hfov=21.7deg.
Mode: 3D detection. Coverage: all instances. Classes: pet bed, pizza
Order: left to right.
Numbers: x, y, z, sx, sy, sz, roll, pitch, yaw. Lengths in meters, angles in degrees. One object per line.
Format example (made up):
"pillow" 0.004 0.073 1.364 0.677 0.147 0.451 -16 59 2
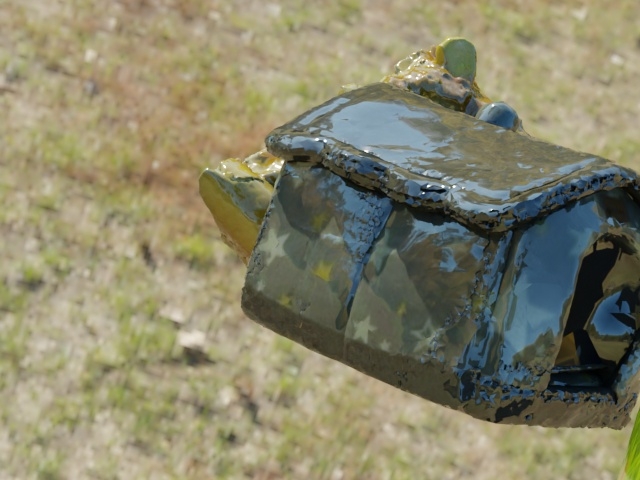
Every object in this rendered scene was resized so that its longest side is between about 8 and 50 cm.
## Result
"pizza" 0.079 0.009 1.162 0.258 0.087 0.268 -34 88 -32
"pet bed" 0.086 0.000 0.934 0.183 0.159 0.211 10 8 -45

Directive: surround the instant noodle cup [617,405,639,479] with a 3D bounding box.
"instant noodle cup" 0.189 0.058 0.384 0.294 0.294 0.308 20 60 -2
